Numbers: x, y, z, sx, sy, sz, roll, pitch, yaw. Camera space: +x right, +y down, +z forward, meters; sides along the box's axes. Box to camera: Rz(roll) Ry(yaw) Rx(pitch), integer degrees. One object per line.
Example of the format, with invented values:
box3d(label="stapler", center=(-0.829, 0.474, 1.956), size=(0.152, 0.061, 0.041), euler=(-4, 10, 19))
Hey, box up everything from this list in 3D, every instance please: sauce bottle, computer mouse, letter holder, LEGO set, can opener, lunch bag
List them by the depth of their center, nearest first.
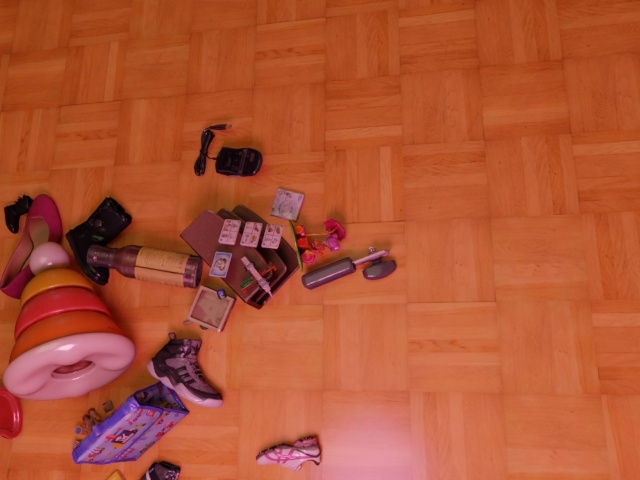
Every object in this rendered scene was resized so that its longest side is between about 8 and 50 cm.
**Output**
box3d(label="lunch bag", center=(-0.542, 0.509, 1.501), size=(0.221, 0.293, 0.138), euler=(-42, 72, -1))
box3d(label="LEGO set", center=(-0.212, 0.062, 1.533), size=(0.182, 0.060, 0.244), euler=(6, 62, 10))
box3d(label="can opener", center=(0.083, 0.092, 1.598), size=(0.280, 0.074, 0.093), euler=(-18, 74, 7))
box3d(label="letter holder", center=(-0.233, 0.024, 1.640), size=(0.302, 0.152, 0.214), euler=(43, 85, 18))
box3d(label="sauce bottle", center=(-0.545, 0.071, 1.677), size=(0.344, 0.111, 0.111), euler=(11, 78, 0))
box3d(label="computer mouse", center=(-0.290, -0.294, 1.781), size=(0.262, 0.060, 0.184), euler=(4, 81, 24))

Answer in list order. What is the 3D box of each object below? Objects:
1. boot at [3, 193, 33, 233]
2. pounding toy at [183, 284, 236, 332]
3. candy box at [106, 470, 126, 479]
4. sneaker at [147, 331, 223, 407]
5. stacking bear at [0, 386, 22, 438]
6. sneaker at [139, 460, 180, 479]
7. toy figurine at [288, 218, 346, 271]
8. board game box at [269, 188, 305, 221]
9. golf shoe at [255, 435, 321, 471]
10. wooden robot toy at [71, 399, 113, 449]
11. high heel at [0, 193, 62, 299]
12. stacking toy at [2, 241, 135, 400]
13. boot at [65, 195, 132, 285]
box3d(label="boot", center=(-1.051, -0.094, 1.887), size=(0.099, 0.045, 0.121), euler=(-26, 69, 4))
box3d(label="pounding toy", center=(-0.346, 0.219, 1.651), size=(0.130, 0.100, 0.141), euler=(23, 84, 1))
box3d(label="candy box", center=(-0.646, 0.794, 1.590), size=(0.206, 0.027, 0.105), euler=(-44, 69, -2))
box3d(label="sneaker", center=(-0.381, 0.378, 1.602), size=(0.269, 0.101, 0.153), euler=(26, 85, 19))
box3d(label="stacking bear", center=(-1.114, 0.548, 1.684), size=(0.289, 0.175, 0.164), euler=(-8, 76, 17))
box3d(label="sneaker", center=(-0.420, 0.721, 1.535), size=(0.217, 0.079, 0.121), euler=(33, 86, 18))
box3d(label="toy figurine", center=(0.000, 0.000, 1.615), size=(0.159, 0.130, 0.173), euler=(-13, 57, -2))
box3d(label="board game box", center=(-0.105, -0.112, 1.715), size=(0.090, 0.020, 0.090), euler=(15, 79, 15))
box3d(label="golf shoe", center=(-0.091, 0.609, 1.505), size=(0.186, 0.067, 0.086), euler=(-15, 75, 7))
box3d(label="wooden robot toy", center=(-0.709, 0.560, 1.634), size=(0.076, 0.079, 0.173), euler=(38, 85, 17))
box3d(label="high heel", center=(-0.957, 0.006, 1.769), size=(0.127, 0.181, 0.377), euler=(-11, 74, 8))
box3d(label="stacking toy", center=(-0.786, 0.208, 1.639), size=(0.351, 0.350, 0.480), euler=(-28, 61, 3))
box3d(label="boot", center=(-0.706, -0.004, 1.767), size=(0.207, 0.094, 0.246), euler=(-40, 66, 3))
